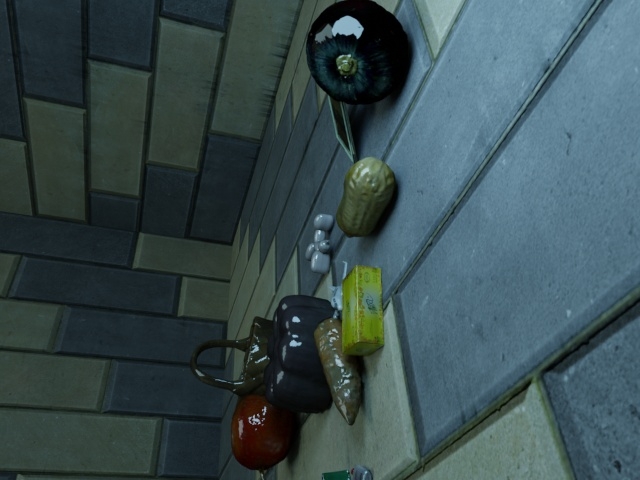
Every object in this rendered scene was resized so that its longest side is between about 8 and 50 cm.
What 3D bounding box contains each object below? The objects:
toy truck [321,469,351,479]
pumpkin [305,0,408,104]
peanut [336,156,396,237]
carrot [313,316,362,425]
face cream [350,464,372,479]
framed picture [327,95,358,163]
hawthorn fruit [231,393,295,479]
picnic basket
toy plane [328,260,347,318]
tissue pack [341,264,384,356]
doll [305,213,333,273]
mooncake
[{"bbox_3d":[0.043,0.550,1.111,0.147,0.065,0.079,-105,14,-52],"label":"toy truck"},{"bbox_3d":[0.083,-0.416,1.231,0.163,0.233,0.233,-55,-11,-50],"label":"pumpkin"},{"bbox_3d":[0.096,-0.089,1.229,0.236,0.110,0.120,108,142,-54],"label":"peanut"},{"bbox_3d":[0.045,0.290,1.216,0.263,0.102,0.101,-103,27,-52],"label":"carrot"},{"bbox_3d":[0.080,0.473,1.112,0.083,0.021,0.040,151,127,-71],"label":"face cream"},{"bbox_3d":[0.053,-0.332,1.522,0.252,0.014,0.196,-110,5,-61],"label":"framed picture"},{"bbox_3d":[-0.174,0.590,1.649,0.205,0.205,0.253,122,155,-56],"label":"hawthorn fruit"},{"bbox_3d":[-0.275,0.412,1.854,0.293,0.338,0.336,-98,21,-71],"label":"picnic basket"},{"bbox_3d":[0.051,0.136,1.322,0.171,0.066,0.162,-117,38,-75],"label":"toy plane"},{"bbox_3d":[0.088,0.152,1.194,0.095,0.062,0.175,125,149,-58],"label":"tissue pack"},{"bbox_3d":[0.000,0.000,1.608,0.161,0.059,0.159,-117,39,-67],"label":"doll"},{"bbox_3d":[-0.055,0.299,1.472,0.306,0.154,0.305,-169,90,-77],"label":"mooncake"}]
